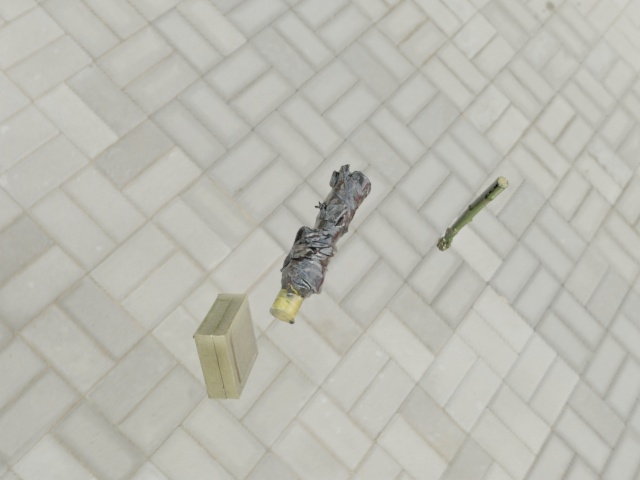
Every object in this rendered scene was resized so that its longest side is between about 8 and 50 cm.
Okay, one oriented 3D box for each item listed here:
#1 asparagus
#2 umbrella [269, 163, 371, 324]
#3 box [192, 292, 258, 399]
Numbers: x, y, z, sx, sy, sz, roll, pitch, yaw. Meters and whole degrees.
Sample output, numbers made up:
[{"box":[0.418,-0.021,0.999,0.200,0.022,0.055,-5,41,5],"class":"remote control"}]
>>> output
[{"box":[0.152,-0.025,0.702,0.015,0.127,0.018,3,59,-22],"class":"asparagus"},{"box":[0.000,0.000,0.543,0.040,0.037,0.144,53,53,-38],"class":"umbrella"},{"box":[-0.093,0.108,0.698,0.035,0.083,0.079,-1,26,12],"class":"box"}]
